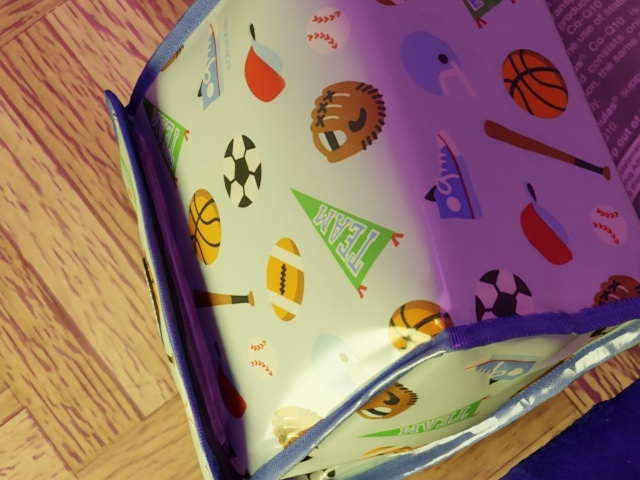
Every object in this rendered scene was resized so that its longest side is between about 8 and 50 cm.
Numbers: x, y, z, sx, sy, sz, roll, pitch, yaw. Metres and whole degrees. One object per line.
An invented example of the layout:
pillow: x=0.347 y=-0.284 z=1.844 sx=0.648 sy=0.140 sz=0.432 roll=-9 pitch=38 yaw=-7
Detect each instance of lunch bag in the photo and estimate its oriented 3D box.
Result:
lunch bag: x=0.000 y=0.000 z=1.249 sx=0.239 sy=0.385 sz=0.328 roll=-4 pitch=67 yaw=-35

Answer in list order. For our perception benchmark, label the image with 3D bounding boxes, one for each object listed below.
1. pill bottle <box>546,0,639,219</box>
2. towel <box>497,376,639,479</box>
pill bottle: x=0.206 y=-0.130 z=1.321 sx=0.204 sy=0.204 sz=0.361 roll=-39 pitch=61 yaw=-7
towel: x=0.300 y=0.173 z=1.251 sx=0.308 sy=0.076 sz=0.227 roll=-33 pitch=62 yaw=-24
